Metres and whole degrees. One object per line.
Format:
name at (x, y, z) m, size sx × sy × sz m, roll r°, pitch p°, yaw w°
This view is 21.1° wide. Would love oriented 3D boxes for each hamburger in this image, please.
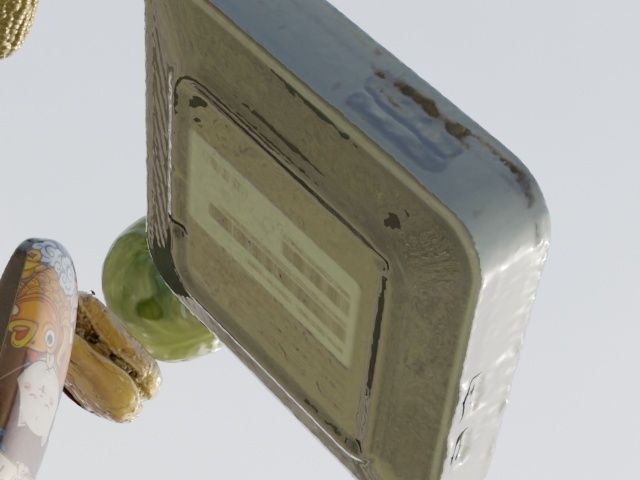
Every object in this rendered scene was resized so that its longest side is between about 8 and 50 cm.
hamburger at (-0.308, 0.157, 2.348) m, size 0.213 × 0.108 × 0.214 m, roll 37°, pitch -23°, yaw 19°

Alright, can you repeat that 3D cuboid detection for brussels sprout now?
brussels sprout at (-0.203, 0.064, 2.547) m, size 0.244 × 0.244 × 0.244 m, roll 32°, pitch -43°, yaw 36°

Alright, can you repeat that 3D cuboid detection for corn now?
corn at (-0.414, -0.357, 2.278) m, size 0.101 × 0.101 × 0.310 m, roll 46°, pitch -44°, yaw 22°

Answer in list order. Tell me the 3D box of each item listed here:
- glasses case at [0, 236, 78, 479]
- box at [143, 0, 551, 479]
glasses case at (-0.332, 0.150, 1.892) m, size 0.082 × 0.321 × 0.122 m, roll 5°, pitch -25°, yaw 12°
box at (0.000, 0.001, 1.423) m, size 0.396 × 0.111 × 0.397 m, roll 43°, pitch -33°, yaw 29°
